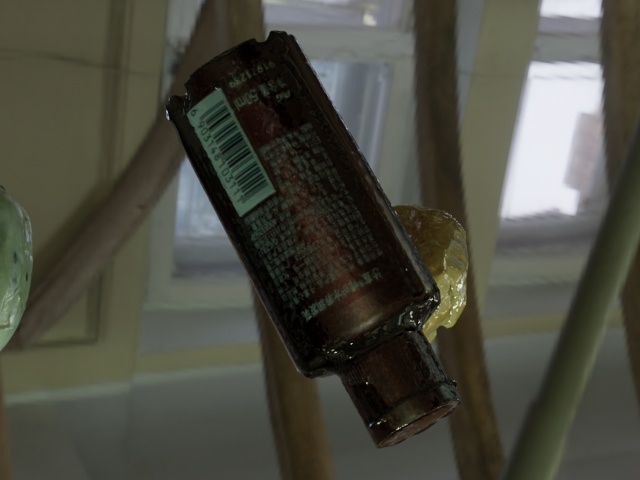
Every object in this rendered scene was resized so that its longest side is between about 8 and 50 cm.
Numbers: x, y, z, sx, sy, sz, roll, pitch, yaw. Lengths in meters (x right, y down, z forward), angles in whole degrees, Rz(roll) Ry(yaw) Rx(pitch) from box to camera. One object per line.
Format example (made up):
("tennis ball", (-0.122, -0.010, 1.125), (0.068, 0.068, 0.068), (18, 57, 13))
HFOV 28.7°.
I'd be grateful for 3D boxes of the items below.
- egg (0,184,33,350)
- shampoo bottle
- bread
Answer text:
("egg", (-0.287, 0.021, 0.989), (0.131, 0.131, 0.164), (-10, -113, -39))
("shampoo bottle", (0.000, 0.000, 0.958), (0.323, 0.129, 0.084), (60, -174, 18))
("bread", (0.080, 0.064, 1.539), (0.244, 0.134, 0.244), (-24, -150, 15))
